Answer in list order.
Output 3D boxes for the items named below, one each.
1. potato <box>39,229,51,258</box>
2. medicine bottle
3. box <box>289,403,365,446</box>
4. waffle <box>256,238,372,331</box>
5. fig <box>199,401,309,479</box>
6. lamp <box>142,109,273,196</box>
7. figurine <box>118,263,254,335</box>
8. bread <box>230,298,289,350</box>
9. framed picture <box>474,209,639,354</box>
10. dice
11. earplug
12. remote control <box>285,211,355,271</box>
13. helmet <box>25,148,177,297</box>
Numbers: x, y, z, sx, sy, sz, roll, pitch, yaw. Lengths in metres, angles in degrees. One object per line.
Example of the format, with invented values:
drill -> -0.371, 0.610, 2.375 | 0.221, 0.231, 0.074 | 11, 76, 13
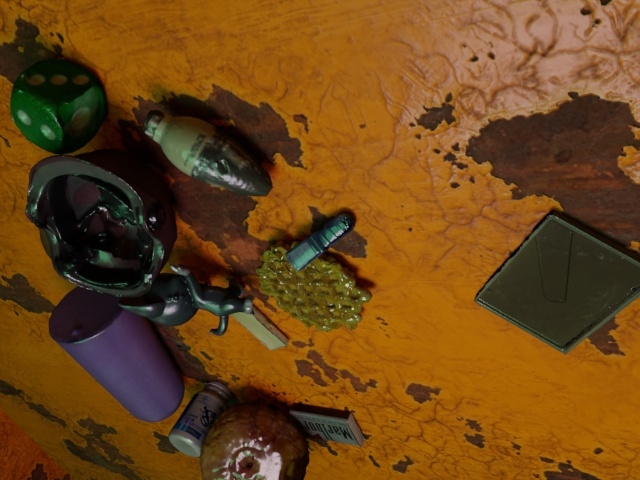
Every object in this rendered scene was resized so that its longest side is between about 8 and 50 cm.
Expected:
potato -> -0.546, 0.015, 1.565 | 0.239, 0.116, 0.299 | -22, 119, 40
medicine bottle -> -0.323, 0.484, 1.839 | 0.107, 0.191, 0.107 | 18, 139, 16
box -> 0.017, 0.477, 1.736 | 0.178, 0.036, 0.115 | -1, 132, 33
waffle -> -0.019, 0.102, 1.350 | 0.243, 0.058, 0.238 | 33, 142, -3
fig -> -0.176, 0.561, 1.821 | 0.286, 0.286, 0.369 | 34, 178, -2
lamp -> -0.194, -0.150, 1.168 | 0.250, 0.101, 0.101 | 28, 141, -6
figurine -> -0.267, 0.133, 1.455 | 0.265, 0.140, 0.193 | 19, 179, 7
bread -> -0.142, 0.196, 1.551 | 0.154, 0.028, 0.068 | 45, 139, -17
framed picture -> 0.388, 0.076, 1.090 | 0.192, 0.018, 0.265 | 30, 141, 3
dice -> -0.478, -0.245, 1.229 | 0.120, 0.128, 0.131 | 28, 142, 7
earplug -> -0.507, 0.318, 1.791 | 0.215, 0.215, 0.455 | 5, 138, 29
remote control -> 0.000, 0.000, 1.214 | 0.152, 0.027, 0.043 | -38, 96, 28
helmet -> -0.405, -0.058, 1.325 | 0.271, 0.197, 0.338 | 5, 125, 16
